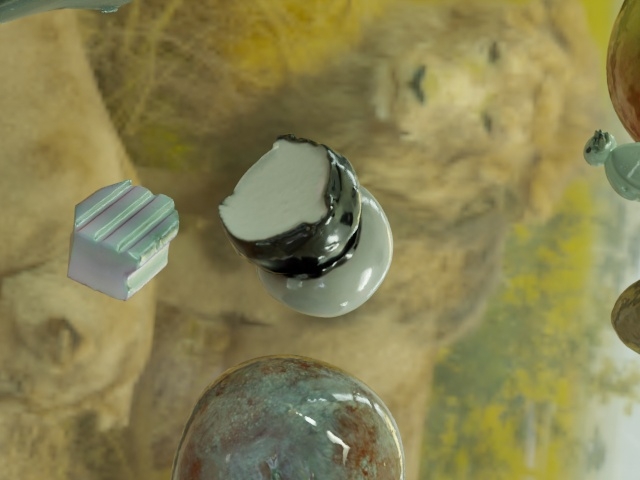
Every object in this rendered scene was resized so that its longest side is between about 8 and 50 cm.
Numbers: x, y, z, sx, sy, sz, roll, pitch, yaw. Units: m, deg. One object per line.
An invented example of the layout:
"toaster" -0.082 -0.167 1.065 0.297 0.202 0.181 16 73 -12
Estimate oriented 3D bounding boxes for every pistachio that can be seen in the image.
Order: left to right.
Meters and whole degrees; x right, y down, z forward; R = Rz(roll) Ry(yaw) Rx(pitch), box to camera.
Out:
"pistachio" 0.474 0.099 1.861 0.206 0.130 0.131 152 -78 -69

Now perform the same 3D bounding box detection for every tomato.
"tomato" -0.044 0.306 1.841 0.282 0.317 0.316 77 20 -79

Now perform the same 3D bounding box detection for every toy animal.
"toy animal" -0.006 -0.005 1.776 0.187 0.165 0.235 -48 143 -7

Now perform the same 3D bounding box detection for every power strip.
"power strip" 0.247 -0.062 1.099 0.055 0.083 0.035 -49 157 -19

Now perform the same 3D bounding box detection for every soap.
"soap" -0.202 -0.005 1.406 0.149 0.100 0.056 -51 163 -63

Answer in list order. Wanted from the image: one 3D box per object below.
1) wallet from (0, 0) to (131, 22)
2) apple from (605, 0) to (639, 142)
"wallet" -0.193 -0.276 1.385 0.290 0.251 0.054 -37 104 -57
"apple" 0.462 -0.206 1.588 0.233 0.286 0.286 50 47 -69
